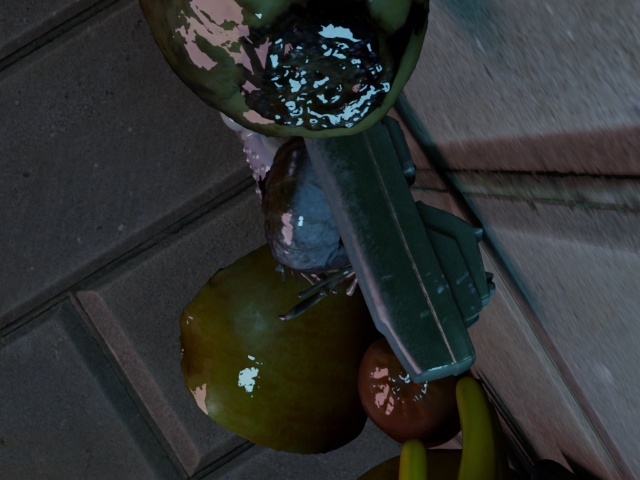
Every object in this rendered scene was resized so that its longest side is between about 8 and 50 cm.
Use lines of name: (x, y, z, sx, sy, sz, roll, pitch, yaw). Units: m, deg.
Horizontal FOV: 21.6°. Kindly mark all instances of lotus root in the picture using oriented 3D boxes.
lotus root: (-0.028, -0.134, 0.749, 0.214, 0.138, 0.138, 57, 177, 38)

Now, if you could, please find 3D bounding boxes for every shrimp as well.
shrimp: (0.005, -0.006, 1.566, 0.343, 0.116, 0.145, 59, -157, -75)

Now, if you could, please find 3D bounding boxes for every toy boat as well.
toy boat: (0.045, -0.038, 1.074, 0.078, 0.085, 0.261, 77, 172, -78)

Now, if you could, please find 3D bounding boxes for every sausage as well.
sausage: (0.097, 0.160, 1.771, 0.113, 0.113, 0.259, 57, 180, 15)

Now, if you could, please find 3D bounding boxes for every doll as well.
doll: (-0.060, -0.112, 1.860, 0.207, 0.081, 0.129, 61, 169, -9)

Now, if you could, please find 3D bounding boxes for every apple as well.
apple: (-0.019, 0.101, 1.901, 0.346, 0.179, 0.254, -18, -67, -57)

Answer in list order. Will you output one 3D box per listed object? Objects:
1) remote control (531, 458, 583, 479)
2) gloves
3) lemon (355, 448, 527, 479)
remote control: (0.217, 0.229, 1.169, 0.107, 0.044, 0.377, 55, 178, -4)
gloves: (0.133, 0.267, 1.557, 0.133, 0.116, 0.294, 71, -155, -59)
lemon: (0.123, 0.337, 1.725, 0.267, 0.267, 0.267, 58, 177, 5)
